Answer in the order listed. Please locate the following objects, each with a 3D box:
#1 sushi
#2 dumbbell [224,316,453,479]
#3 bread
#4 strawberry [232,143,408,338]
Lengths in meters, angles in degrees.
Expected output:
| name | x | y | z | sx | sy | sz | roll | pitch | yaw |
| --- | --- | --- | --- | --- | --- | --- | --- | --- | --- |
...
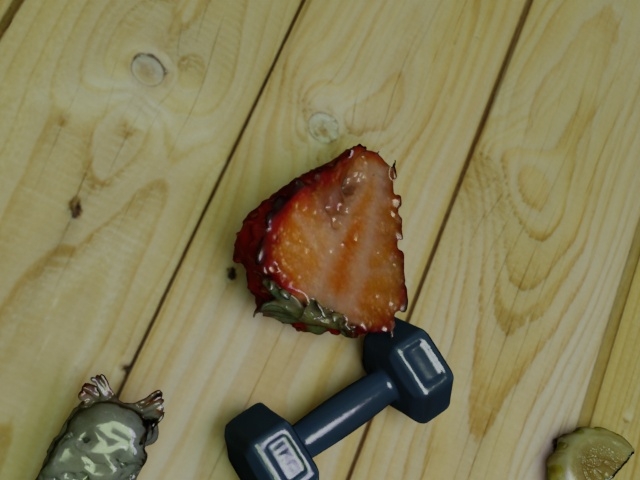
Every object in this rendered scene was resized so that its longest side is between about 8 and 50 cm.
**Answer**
| name | x | y | z | sx | sy | sz | roll | pitch | yaw |
| --- | --- | --- | --- | --- | --- | --- | --- | --- | --- |
| sushi | -0.302 | 0.330 | 1.006 | 0.124 | 0.130 | 0.332 | 23 | 75 | -13 |
| dumbbell | 0.030 | 0.244 | 1.137 | 0.324 | 0.160 | 0.144 | -31 | 115 | -22 |
| bread | 0.419 | 0.352 | 1.305 | 0.157 | 0.083 | 0.094 | -41 | 94 | -23 |
| strawberry | -0.014 | 0.003 | 1.166 | 0.253 | 0.150 | 0.280 | 9 | 71 | -32 |
